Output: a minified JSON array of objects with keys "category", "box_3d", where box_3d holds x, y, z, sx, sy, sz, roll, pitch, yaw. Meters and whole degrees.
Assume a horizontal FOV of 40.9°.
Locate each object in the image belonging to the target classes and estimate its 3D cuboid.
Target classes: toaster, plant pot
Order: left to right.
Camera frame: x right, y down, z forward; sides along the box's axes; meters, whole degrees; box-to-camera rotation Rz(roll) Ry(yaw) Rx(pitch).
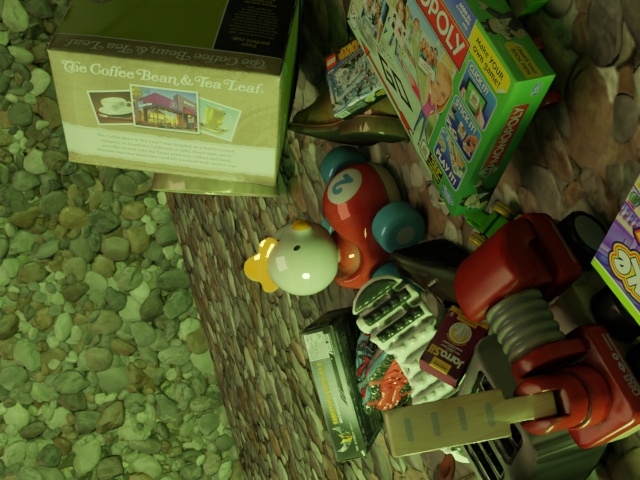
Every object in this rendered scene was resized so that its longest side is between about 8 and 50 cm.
[{"category":"plant pot","box_3d":[-0.205,-0.230,1.724,0.256,0.257,0.273,-172,84,-69]},{"category":"toaster","box_3d":[0.236,0.208,0.977,0.168,0.110,0.185,97,152,-50]}]

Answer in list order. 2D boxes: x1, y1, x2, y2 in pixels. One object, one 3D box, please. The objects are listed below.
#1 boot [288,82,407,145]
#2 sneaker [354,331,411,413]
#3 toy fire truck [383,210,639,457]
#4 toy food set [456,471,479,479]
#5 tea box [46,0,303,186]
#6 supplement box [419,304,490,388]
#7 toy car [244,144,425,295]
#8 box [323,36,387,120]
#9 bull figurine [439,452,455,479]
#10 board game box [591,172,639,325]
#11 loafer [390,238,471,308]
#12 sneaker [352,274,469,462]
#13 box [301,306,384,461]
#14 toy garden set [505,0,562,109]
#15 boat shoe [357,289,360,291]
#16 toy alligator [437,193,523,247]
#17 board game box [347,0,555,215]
[{"category":"boot","box_3d":[0.043,-0.200,1.261,0.305,0.112,0.115,-173,88,-65]},{"category":"sneaker","box_3d":[0.095,0.183,1.371,0.261,0.104,0.125,107,145,-57]},{"category":"toy fire truck","box_3d":[0.177,0.098,0.794,0.158,0.247,0.217,-48,57,42]},{"category":"toy food set","box_3d":[0.252,0.490,1.224,0.219,0.093,0.306,-50,58,53]},{"category":"tea box","box_3d":[-0.205,-0.284,1.341,0.219,0.329,0.323,96,-177,-47]},{"category":"supplement box","box_3d":[0.165,0.131,1.058,0.055,0.083,0.043,29,163,18]},{"category":"toy car","box_3d":[0.000,0.000,1.285,0.219,0.238,0.210,-128,29,-48]},{"category":"box","box_3d":[0.067,-0.227,1.111,0.137,0.027,0.093,-26,63,37]},{"category":"bull figurine","box_3d":[0.243,0.312,0.850,0.101,0.311,0.188,-65,15,-12]},{"category":"board game box","box_3d":[0.354,0.061,0.588,0.233,0.078,0.347,98,150,-49]},{"category":"loafer","box_3d":[0.161,0.053,1.117,0.220,0.080,0.078,-154,52,-65]},{"category":"sneaker","box_3d":[0.153,0.168,1.187,0.292,0.110,0.118,59,-173,-3]},{"category":"box","box_3d":[0.043,0.243,1.497,0.183,0.056,0.230,-25,-79,-75]},{"category":"toy garden set","box_3d":[0.165,-0.215,0.945,0.244,0.049,0.203,150,104,-70]},{"category":"boat shoe","box_3d":[0.048,0.039,1.484,0.133,0.042,0.049,65,157,23]},{"category":"toy alligator","box_3d":[0.203,-0.012,1.001,0.051,0.056,0.190,38,-177,-34]},{"category":"board game box","box_3d":[0.123,-0.214,0.928,0.213,0.046,0.317,103,148,-56]}]
